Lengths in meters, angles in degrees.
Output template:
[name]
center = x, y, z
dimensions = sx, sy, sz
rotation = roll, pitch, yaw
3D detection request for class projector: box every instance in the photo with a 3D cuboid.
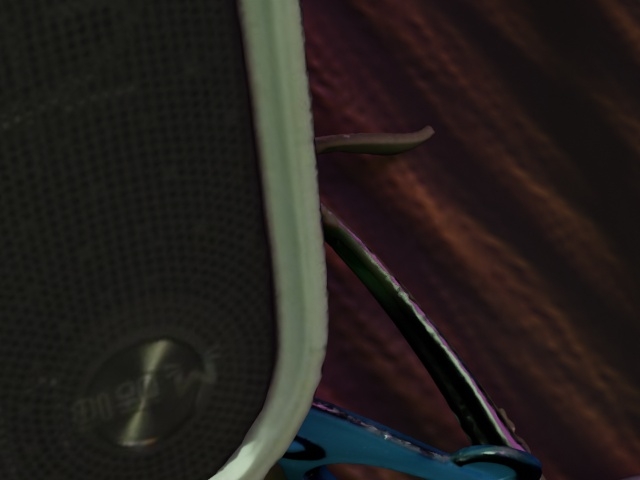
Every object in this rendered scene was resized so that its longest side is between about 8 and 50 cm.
[projector]
center = -0.165, -0.049, 0.500
dimensions = 0.248, 0.249, 0.249
rotation = -20, 36, -20

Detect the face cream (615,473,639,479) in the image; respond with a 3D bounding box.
[face cream]
center = 0.107, 0.161, 0.694
dimensions = 0.291, 0.071, 0.144
rotation = -13, 118, -30

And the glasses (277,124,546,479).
[glasses]
center = -0.017, 0.026, 0.720
dimensions = 0.239, 0.102, 0.207
rotation = 22, 35, -15
